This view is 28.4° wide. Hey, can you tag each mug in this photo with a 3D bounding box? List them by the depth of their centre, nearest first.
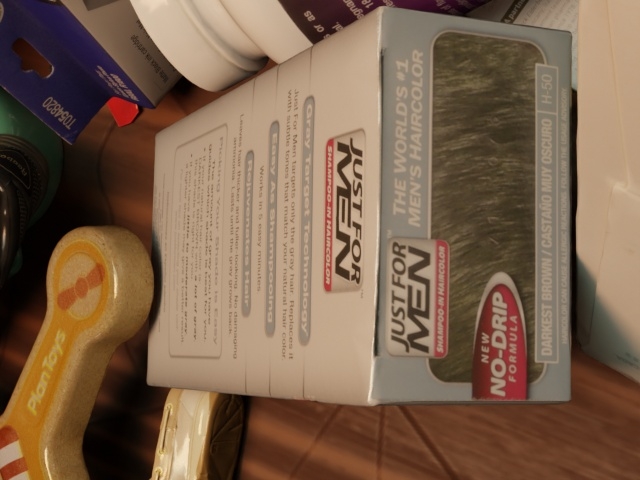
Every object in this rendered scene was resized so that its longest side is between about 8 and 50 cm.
[{"bbox_3d":[-0.281,-0.061,1.024,0.158,0.097,0.129,45,103,23],"label":"mug"}]

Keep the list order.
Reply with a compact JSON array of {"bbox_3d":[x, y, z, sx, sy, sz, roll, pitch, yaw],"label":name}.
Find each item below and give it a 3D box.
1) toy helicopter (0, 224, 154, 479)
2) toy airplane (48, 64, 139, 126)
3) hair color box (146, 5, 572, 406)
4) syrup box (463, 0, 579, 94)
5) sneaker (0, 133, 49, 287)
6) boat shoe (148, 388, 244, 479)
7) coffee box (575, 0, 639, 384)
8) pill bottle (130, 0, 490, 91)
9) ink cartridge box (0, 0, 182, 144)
[{"bbox_3d":[-0.216,0.139,0.930,0.235,0.140,0.355,39,114,36],"label":"toy helicopter"},{"bbox_3d":[-0.162,-0.171,1.018,0.151,0.028,0.151,-2,85,25],"label":"toy airplane"},{"bbox_3d":[0.000,0.000,0.758,0.374,0.113,0.186,169,104,-67],"label":"hair color box"},{"bbox_3d":[0.131,-0.182,0.843,0.237,0.093,0.096,41,102,24],"label":"syrup box"},{"bbox_3d":[-0.285,0.032,0.931,0.087,0.130,0.227,35,105,-10],"label":"sneaker"},{"bbox_3d":[-0.102,0.187,0.937,0.059,0.063,0.170,9,83,32],"label":"boat shoe"},{"bbox_3d":[0.337,-0.071,0.544,0.337,0.338,0.334,29,70,25],"label":"coffee box"},{"bbox_3d":[0.044,-0.212,0.734,0.322,0.181,0.182,-26,74,21],"label":"pill bottle"},{"bbox_3d":[-0.132,-0.178,0.871,0.045,0.223,0.224,38,86,20],"label":"ink cartridge box"}]
